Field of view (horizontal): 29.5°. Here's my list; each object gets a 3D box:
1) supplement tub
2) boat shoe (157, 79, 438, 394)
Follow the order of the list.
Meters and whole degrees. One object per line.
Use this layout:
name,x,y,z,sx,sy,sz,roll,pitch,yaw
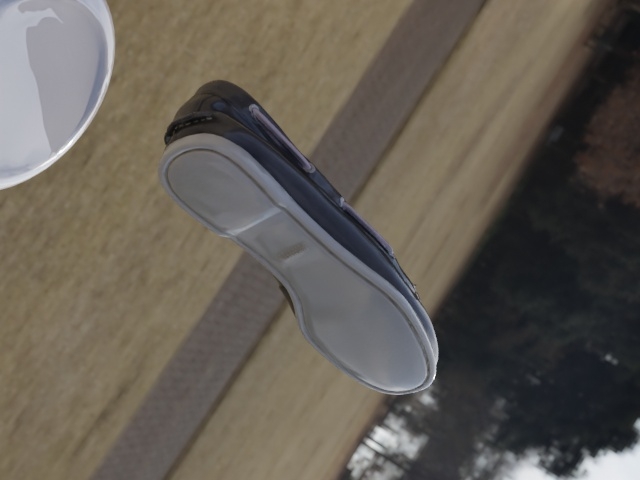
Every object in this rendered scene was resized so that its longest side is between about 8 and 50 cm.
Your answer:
supplement tub,-0.311,-0.175,0.938,0.191,0.272,0.191,-38,147,-31
boat shoe,0.000,0.000,1.013,0.112,0.335,0.095,-20,-142,33
